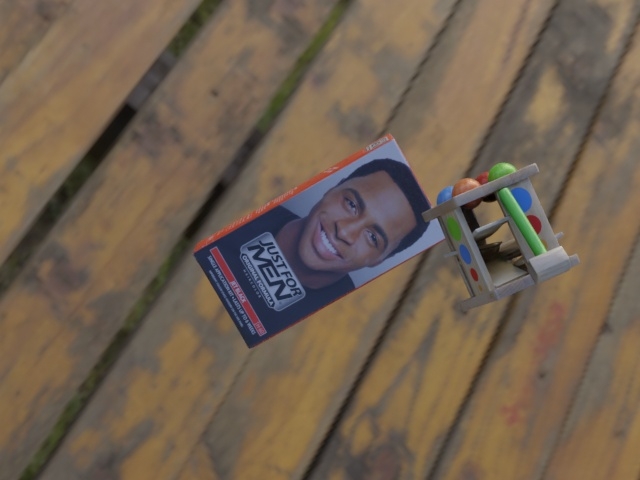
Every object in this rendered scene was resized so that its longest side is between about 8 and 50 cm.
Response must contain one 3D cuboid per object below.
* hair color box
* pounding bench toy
[{"bbox_3d":[0.000,0.000,1.077,0.072,0.141,0.043,59,3,-6],"label":"hair color box"},{"bbox_3d":[0.097,-0.007,0.913,0.052,0.083,0.065,-22,88,-18],"label":"pounding bench toy"}]
